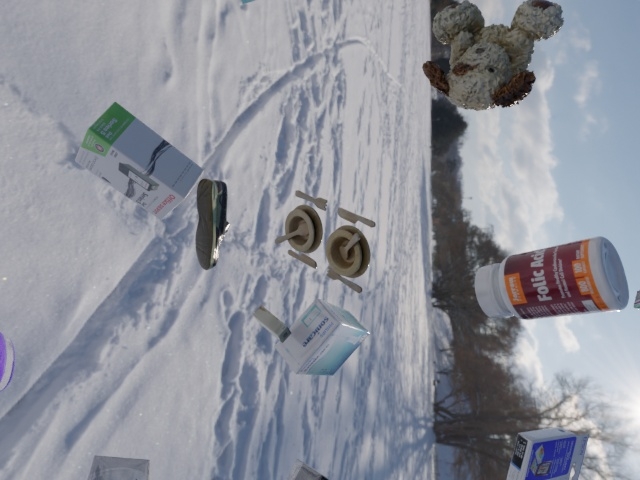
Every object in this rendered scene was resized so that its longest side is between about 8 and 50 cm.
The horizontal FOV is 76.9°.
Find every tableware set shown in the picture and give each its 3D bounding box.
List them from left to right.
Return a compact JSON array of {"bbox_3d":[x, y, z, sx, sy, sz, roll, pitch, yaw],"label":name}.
[{"bbox_3d":[0.000,0.000,0.673,0.039,0.194,0.128,-11,118,-43],"label":"tableware set"}]

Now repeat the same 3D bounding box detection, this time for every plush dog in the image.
[{"bbox_3d":[0.354,-0.375,0.878,0.226,0.262,0.211,-57,147,-23],"label":"plush dog"}]

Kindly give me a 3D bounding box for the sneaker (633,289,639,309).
[{"bbox_3d":[0.842,0.141,1.024,0.098,0.038,0.069,131,-30,-80],"label":"sneaker"}]

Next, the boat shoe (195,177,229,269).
[{"bbox_3d":[-0.258,-0.039,0.988,0.073,0.080,0.224,-7,105,-46],"label":"boat shoe"}]

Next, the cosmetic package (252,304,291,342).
[{"bbox_3d":[-0.146,0.250,1.208,0.041,0.115,0.060,-46,152,-19],"label":"cosmetic package"}]

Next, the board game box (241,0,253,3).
[{"bbox_3d":[-0.033,-0.636,0.888,0.336,0.253,0.079,37,-20,53],"label":"board game box"}]

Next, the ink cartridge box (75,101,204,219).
[{"bbox_3d":[-0.485,-0.201,1.087,0.272,0.198,0.115,39,54,-23],"label":"ink cartridge box"}]

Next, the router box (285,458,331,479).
[{"bbox_3d":[0.051,0.626,0.933,0.081,0.242,0.309,-56,178,-26],"label":"router box"}]

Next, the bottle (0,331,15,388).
[{"bbox_3d":[-0.562,0.197,0.649,0.092,0.282,0.118,1,74,-32],"label":"bottle"}]

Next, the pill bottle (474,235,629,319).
[{"bbox_3d":[0.726,0.137,1.303,0.224,0.392,0.224,15,66,-37],"label":"pill bottle"}]

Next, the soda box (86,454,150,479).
[{"bbox_3d":[-0.288,0.414,0.534,0.286,0.091,0.098,13,-96,68],"label":"soda box"}]

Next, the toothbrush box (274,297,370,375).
[{"bbox_3d":[0.016,0.338,1.374,0.216,0.126,0.295,-50,150,4],"label":"toothbrush box"}]

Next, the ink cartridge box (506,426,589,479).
[{"bbox_3d":[0.528,0.547,0.949,0.045,0.208,0.207,-158,-103,-66],"label":"ink cartridge box"}]
